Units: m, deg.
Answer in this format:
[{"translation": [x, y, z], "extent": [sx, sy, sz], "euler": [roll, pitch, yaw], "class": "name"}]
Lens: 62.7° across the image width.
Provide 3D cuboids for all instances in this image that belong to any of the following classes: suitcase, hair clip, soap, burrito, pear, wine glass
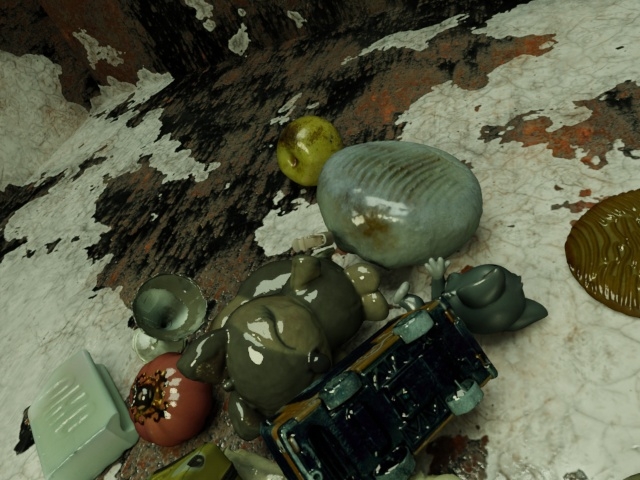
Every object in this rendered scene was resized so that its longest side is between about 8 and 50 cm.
[{"translation": [-0.226, 0.439, 0.788], "extent": [0.194, 0.143, 0.235], "euler": [-35, 3, 27], "class": "suitcase"}, {"translation": [0.000, 0.000, 1.059], "extent": [0.072, 0.034, 0.226], "euler": [-12, -1, -16], "class": "hair clip"}, {"translation": [-0.522, 0.379, 1.135], "extent": [0.173, 0.095, 0.289], "euler": [-40, 38, -16], "class": "soap"}, {"translation": [-0.062, 0.401, 0.857], "extent": [0.275, 0.059, 0.082], "euler": [0, 52, 32], "class": "burrito"}, {"translation": [-0.022, -0.258, 1.496], "extent": [0.197, 0.197, 0.197], "euler": [-17, 38, 14], "class": "pear"}, {"translation": [-0.337, 0.185, 1.131], "extent": [0.156, 0.232, 0.156], "euler": [11, 56, -17], "class": "wine glass"}]

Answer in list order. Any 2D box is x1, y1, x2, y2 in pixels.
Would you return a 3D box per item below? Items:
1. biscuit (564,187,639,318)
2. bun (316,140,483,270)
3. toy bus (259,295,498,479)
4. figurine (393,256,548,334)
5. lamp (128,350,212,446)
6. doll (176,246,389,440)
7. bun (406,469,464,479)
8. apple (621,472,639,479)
[{"translation": [0.601, 0.009, 0.919], "extent": [0.317, 0.040, 0.318], "euler": [-18, 37, 14], "class": "biscuit"}, {"translation": [0.164, -0.071, 1.116], "extent": [0.361, 0.211, 0.362], "euler": [1, 31, -1], "class": "bun"}, {"translation": [0.080, 0.241, 0.779], "extent": [0.323, 0.162, 0.194], "euler": [-33, -4, -28], "class": "toy bus"}, {"translation": [0.230, 0.115, 0.923], "extent": [0.265, 0.193, 0.140], "euler": [-34, 37, 13], "class": "figurine"}, {"translation": [-0.299, 0.308, 1.027], "extent": [0.182, 0.140, 0.182], "euler": [-10, 69, 26], "class": "lamp"}, {"translation": [-0.086, 0.193, 1.022], "extent": [0.382, 0.252, 0.378], "euler": [-35, 5, -27], "class": "doll"}, {"translation": [0.153, 0.403, 0.638], "extent": [0.259, 0.160, 0.259], "euler": [-16, 42, 15], "class": "bun"}, {"translation": [0.446, 0.331, 0.579], "extent": [0.264, 0.120, 0.193], "euler": [16, 43, 39], "class": "apple"}]
